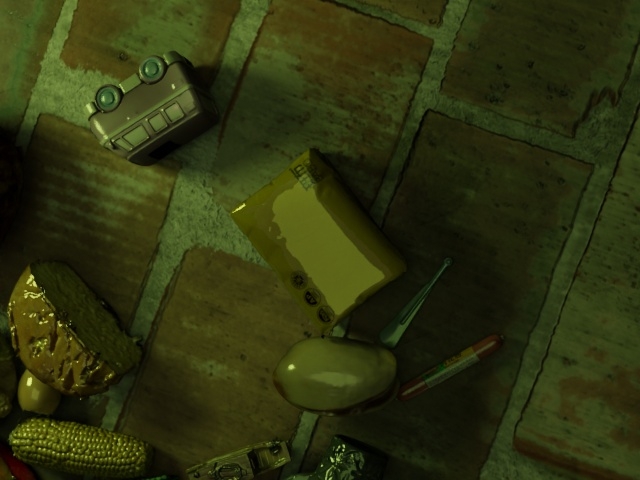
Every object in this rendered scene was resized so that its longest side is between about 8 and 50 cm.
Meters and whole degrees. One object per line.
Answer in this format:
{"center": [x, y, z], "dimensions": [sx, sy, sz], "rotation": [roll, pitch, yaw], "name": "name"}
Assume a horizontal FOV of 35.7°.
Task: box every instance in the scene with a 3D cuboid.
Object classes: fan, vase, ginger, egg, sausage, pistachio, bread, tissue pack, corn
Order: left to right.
{"center": [-0.675, 0.275, 1.825], "dimensions": [0.270, 0.123, 0.219], "rotation": [-34, 82, 18], "name": "ginger"}
{"center": [-0.511, 0.270, 1.814], "dimensions": [0.080, 0.080, 0.096], "rotation": [8, 82, 10], "name": "egg"}
{"center": [-0.453, 0.169, 1.770], "dimensions": [0.260, 0.160, 0.147], "rotation": [46, 106, 3], "name": "bread"}
{"center": [-0.432, 0.376, 1.798], "dimensions": [0.260, 0.091, 0.091], "rotation": [7, 94, 8], "name": "corn"}
{"center": [0.000, 0.000, 1.693], "dimensions": [0.192, 0.134, 0.271], "rotation": [-39, 85, 7], "name": "tissue pack"}
{"center": [0.001, 0.484, 1.702], "dimensions": [0.251, 0.156, 0.301], "rotation": [23, 89, 12], "name": "vase"}
{"center": [0.025, 0.232, 1.692], "dimensions": [0.215, 0.144, 0.144], "rotation": [1, 91, 12], "name": "pistachio"}
{"center": [0.167, 0.106, 1.726], "dimensions": [0.038, 0.016, 0.193], "rotation": [37, 97, 10], "name": "fan"}
{"center": [0.221, 0.220, 1.711], "dimensions": [0.223, 0.029, 0.029], "rotation": [-31, 86, 9], "name": "sausage"}

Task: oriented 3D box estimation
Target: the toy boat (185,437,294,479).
{"center": [-0.143, 0.398, 1.752], "dimensions": [0.200, 0.077, 0.057], "rotation": [-20, 86, 10], "name": "toy boat"}

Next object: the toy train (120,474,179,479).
{"center": [-0.367, 0.508, 1.780], "dimensions": [0.269, 0.115, 0.154], "rotation": [-10, 84, 13], "name": "toy train"}

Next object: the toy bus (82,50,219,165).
{"center": [-0.295, -0.223, 1.738], "dimensions": [0.202, 0.142, 0.142], "rotation": [-31, 85, 8], "name": "toy bus"}

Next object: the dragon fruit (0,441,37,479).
{"center": [-0.620, 0.528, 1.832], "dimensions": [0.282, 0.100, 0.343], "rotation": [8, 93, 5], "name": "dragon fruit"}

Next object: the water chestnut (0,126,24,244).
{"center": [-0.686, -0.101, 1.711], "dimensions": [0.350, 0.302, 0.350], "rotation": [-1, 94, -10], "name": "water chestnut"}
